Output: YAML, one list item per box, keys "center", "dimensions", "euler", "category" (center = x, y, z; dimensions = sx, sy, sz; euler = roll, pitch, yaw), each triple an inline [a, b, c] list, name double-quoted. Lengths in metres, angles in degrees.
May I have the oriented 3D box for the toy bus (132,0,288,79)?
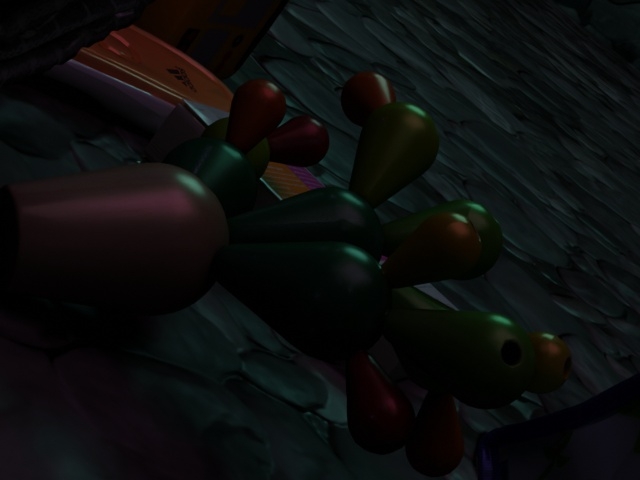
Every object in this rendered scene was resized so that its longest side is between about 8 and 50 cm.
- center: [-0.149, -0.229, 0.868]
  dimensions: [0.332, 0.108, 0.130]
  euler: [42, 20, 16]
  category: "toy bus"

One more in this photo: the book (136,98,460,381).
- center: [0.000, 0.000, 0.688]
  dimensions: [0.144, 0.035, 0.096]
  euler: [43, 16, 17]
  category: "book"

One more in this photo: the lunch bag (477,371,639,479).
- center: [0.115, 0.132, 0.464]
  dimensions: [0.128, 0.096, 0.151]
  euler: [25, 50, -34]
  category: "lunch bag"

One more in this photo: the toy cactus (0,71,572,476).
- center: [-0.023, 0.006, 0.540]
  dimensions: [0.180, 0.112, 0.219]
  euler: [1, 32, -28]
  category: "toy cactus"

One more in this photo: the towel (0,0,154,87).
- center: [-0.182, -0.144, 0.491]
  dimensions: [0.235, 0.121, 0.283]
  euler: [47, 34, 6]
  category: "towel"

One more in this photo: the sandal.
- center: [-0.124, -0.121, 0.680]
  dimensions: [0.265, 0.076, 0.102]
  euler: [21, 23, -41]
  category: "sandal"
